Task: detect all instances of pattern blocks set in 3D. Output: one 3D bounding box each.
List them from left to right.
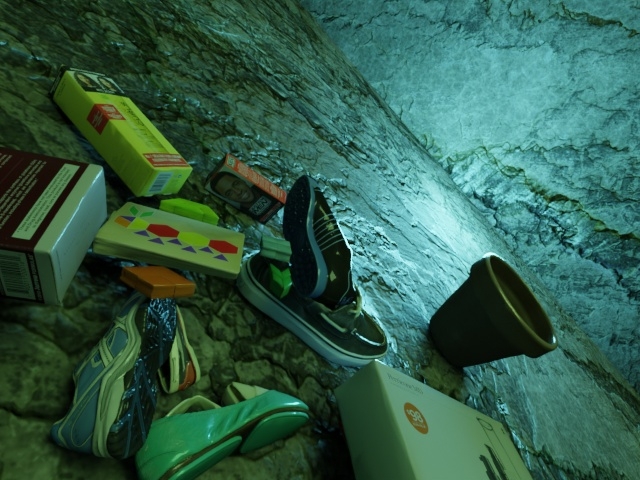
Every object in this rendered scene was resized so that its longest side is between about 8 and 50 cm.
[{"bbox_3d":[-0.191,0.000,0.579,0.324,0.026,0.285,18,18,-4],"label":"pattern blocks set"}]

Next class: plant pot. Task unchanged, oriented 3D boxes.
[{"bbox_3d":[0.403,0.198,1.111,0.263,0.229,0.263,35,32,-27],"label":"plant pot"}]

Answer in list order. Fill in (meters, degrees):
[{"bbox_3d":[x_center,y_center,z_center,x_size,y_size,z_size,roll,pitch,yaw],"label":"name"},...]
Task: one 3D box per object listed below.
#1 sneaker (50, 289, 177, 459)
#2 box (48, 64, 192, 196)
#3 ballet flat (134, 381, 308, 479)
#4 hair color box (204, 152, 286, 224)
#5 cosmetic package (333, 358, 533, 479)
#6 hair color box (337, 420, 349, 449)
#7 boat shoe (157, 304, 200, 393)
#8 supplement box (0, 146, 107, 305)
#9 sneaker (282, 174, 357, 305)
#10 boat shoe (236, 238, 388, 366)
[{"bbox_3d":[-0.212,0.118,0.476,0.211,0.081,0.080,-87,168,-47],"label":"sneaker"},{"bbox_3d":[-0.306,-0.167,0.686,0.232,0.058,0.087,48,25,12],"label":"box"},{"bbox_3d":[-0.109,0.214,0.535,0.087,0.083,0.247,48,23,27],"label":"ballet flat"},{"bbox_3d":[-0.141,-0.096,0.856,0.141,0.072,0.043,32,33,-28],"label":"hair color box"},{"bbox_3d":[0.204,0.364,0.637,0.377,0.097,0.284,33,21,-33],"label":"cosmetic package"},{"bbox_3d":[0.104,0.347,0.700,0.093,0.053,0.167,7,51,-53],"label":"hair color box"},{"bbox_3d":[-0.195,0.121,0.554,0.043,0.049,0.137,-8,67,-55],"label":"boat shoe"},{"bbox_3d":[-0.338,-0.029,0.398,0.239,0.073,0.130,11,41,-11],"label":"supplement box"},{"bbox_3d":[0.000,0.000,0.712,0.090,0.081,0.232,22,46,-35],"label":"sneaker"},{"bbox_3d":[0.017,0.117,0.777,0.335,0.119,0.121,33,33,-28],"label":"boat shoe"}]
